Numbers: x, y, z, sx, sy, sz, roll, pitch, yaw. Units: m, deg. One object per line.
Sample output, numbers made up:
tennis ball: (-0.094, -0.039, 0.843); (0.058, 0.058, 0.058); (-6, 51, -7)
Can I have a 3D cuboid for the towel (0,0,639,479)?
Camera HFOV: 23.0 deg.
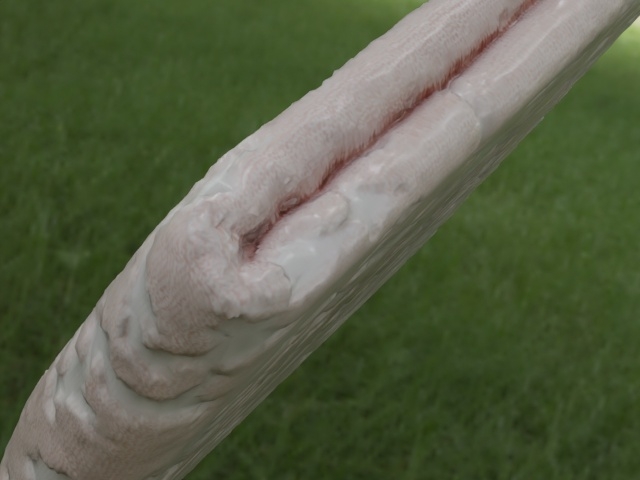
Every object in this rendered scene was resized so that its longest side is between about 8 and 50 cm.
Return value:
towel: (0.000, 0.000, 0.593); (0.053, 0.332, 0.317); (44, 53, 5)
